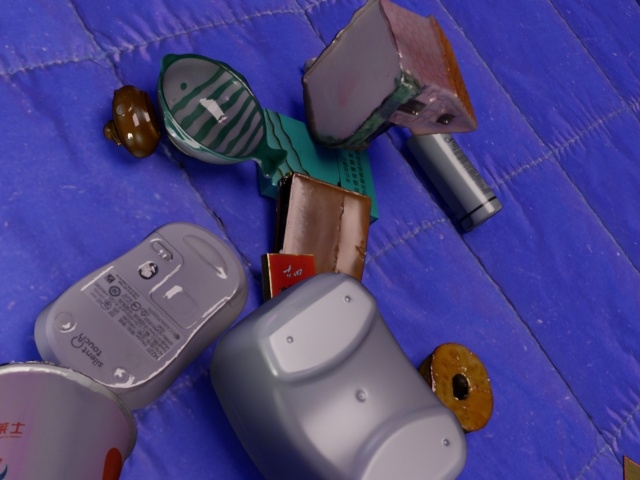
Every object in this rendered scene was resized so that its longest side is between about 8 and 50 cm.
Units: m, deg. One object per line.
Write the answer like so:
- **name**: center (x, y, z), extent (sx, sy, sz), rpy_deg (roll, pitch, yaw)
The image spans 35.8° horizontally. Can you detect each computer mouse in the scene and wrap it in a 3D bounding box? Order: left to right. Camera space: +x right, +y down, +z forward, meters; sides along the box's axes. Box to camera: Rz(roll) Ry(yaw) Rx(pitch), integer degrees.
- **computer mouse**: center (-0.228, 0.097, 1.275), extent (0.184, 0.121, 0.297), rpy_deg (41, 55, 2)

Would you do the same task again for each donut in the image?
- **donut**: center (0.214, 0.244, 1.605), extent (0.151, 0.058, 0.152), rpy_deg (22, 49, -28)

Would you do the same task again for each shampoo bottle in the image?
- **shampoo bottle**: center (0.239, -0.144, 1.889), extent (0.085, 0.085, 0.262), rpy_deg (-28, 81, -48)

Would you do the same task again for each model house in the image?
- **model house**: center (0.132, -0.246, 1.692), extent (0.237, 0.237, 0.202), rpy_deg (10, 49, -38)

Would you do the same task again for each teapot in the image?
- **teapot**: center (-0.283, -0.176, 1.461), extent (0.098, 0.078, 0.129), rpy_deg (66, 6, -52)

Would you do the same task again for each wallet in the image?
- **wallet**: center (-0.001, 0.001, 1.578), extent (0.160, 0.042, 0.196), rpy_deg (15, 70, -28)

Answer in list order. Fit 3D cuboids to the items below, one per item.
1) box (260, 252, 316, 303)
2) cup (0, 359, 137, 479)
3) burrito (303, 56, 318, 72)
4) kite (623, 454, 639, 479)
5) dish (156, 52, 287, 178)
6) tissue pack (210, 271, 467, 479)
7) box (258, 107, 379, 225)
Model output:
- **box**: center (-0.044, 0.086, 1.485), extent (0.090, 0.023, 0.133), rpy_deg (5, 75, -38)
- **cup**: center (-0.298, 0.288, 0.961), extent (0.203, 0.203, 0.288), rpy_deg (31, 32, -22)
- **burrito**: center (0.019, -0.272, 1.817), extent (0.055, 0.041, 0.149), rpy_deg (-25, 82, -44)
- **kite**: center (0.637, 0.566, 1.784), extent (0.327, 0.013, 0.378), rpy_deg (-19, 76, -46)
- **dish**: center (-0.172, -0.180, 1.550), extent (0.246, 0.078, 0.224), rpy_deg (43, 39, -9)
- **tissue pack**: center (0.011, 0.227, 1.312), extent (0.229, 0.236, 0.333), rpy_deg (-32, 86, -34)
- **box**: center (-0.007, -0.122, 1.684), extent (0.226, 0.042, 0.161), rpy_deg (16, 50, -34)
